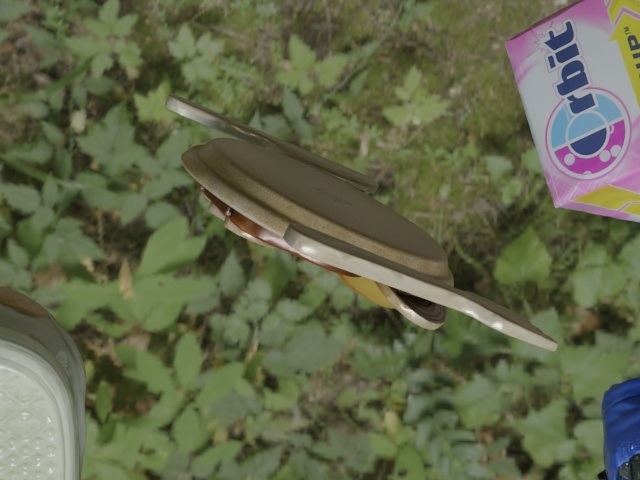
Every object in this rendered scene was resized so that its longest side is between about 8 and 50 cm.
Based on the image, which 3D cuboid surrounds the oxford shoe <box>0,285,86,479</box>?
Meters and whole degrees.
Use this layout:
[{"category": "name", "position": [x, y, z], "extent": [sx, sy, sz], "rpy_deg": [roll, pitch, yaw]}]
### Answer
[{"category": "oxford shoe", "position": [-0.256, 0.214, 0.957], "extent": [0.169, 0.130, 0.449], "rpy_deg": [3, 126, -11]}]

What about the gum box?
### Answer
[{"category": "gum box", "position": [0.164, -0.049, 0.433], "extent": [0.107, 0.062, 0.188], "rpy_deg": [-26, 160, 35]}]

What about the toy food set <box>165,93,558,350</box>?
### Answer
[{"category": "toy food set", "position": [0.000, 0.000, 0.507], "extent": [0.132, 0.192, 0.039], "rpy_deg": [22, 102, -26]}]

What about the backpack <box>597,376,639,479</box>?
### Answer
[{"category": "backpack", "position": [0.213, 0.126, 0.742], "extent": [0.098, 0.101, 0.120], "rpy_deg": [-16, 136, 10]}]
